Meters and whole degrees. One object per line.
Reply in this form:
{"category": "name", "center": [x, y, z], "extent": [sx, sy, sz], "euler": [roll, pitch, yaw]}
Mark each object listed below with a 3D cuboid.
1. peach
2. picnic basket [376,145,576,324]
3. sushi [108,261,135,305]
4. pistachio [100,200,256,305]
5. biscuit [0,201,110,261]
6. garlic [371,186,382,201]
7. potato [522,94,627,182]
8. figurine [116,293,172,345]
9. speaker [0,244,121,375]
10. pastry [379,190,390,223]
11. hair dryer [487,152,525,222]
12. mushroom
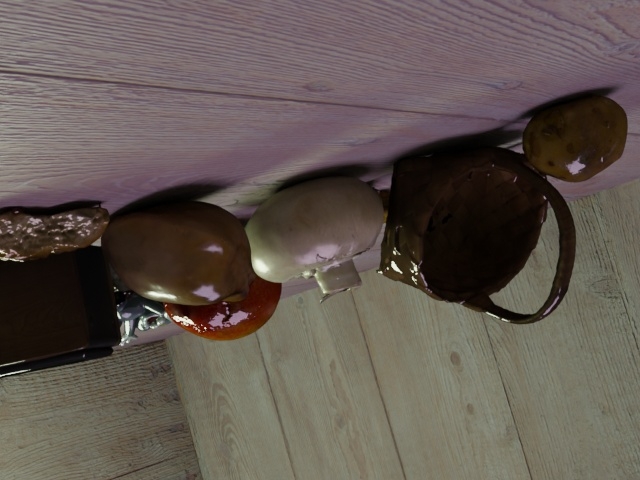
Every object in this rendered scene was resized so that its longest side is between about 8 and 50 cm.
{"category": "peach", "center": [-0.187, 0.083, 1.929], "extent": [0.231, 0.231, 0.231], "euler": [-16, 173, -2]}
{"category": "picnic basket", "center": [0.303, -0.008, 1.748], "extent": [0.337, 0.293, 0.337], "euler": [6, -158, -3]}
{"category": "sushi", "center": [-0.348, 0.063, 1.828], "extent": [0.094, 0.098, 0.084], "euler": [-18, 178, -29]}
{"category": "pistachio", "center": [-0.230, 0.016, 1.551], "extent": [0.261, 0.162, 0.212], "euler": [1, 143, 30]}
{"category": "biscuit", "center": [-0.374, -0.006, 1.370], "extent": [0.118, 0.061, 0.183], "euler": [-20, 173, 43]}
{"category": "garlic", "center": [0.051, -0.046, 1.949], "extent": [0.196, 0.087, 0.101], "euler": [-18, 161, 36]}
{"category": "potato", "center": [0.415, -0.163, 1.650], "extent": [0.176, 0.137, 0.137], "euler": [-19, 173, -2]}
{"category": "figurine", "center": [-0.411, 0.148, 2.250], "extent": [0.265, 0.140, 0.193], "euler": [10, 133, -46]}
{"category": "speaker", "center": [-0.453, 0.108, 1.592], "extent": [0.231, 0.192, 0.153], "euler": [-13, 175, 8]}
{"category": "pastry", "center": [0.104, -0.061, 2.050], "extent": [0.109, 0.057, 0.097], "euler": [-13, 171, -31]}
{"category": "hair dryer", "center": [0.395, -0.134, 1.927], "extent": [0.255, 0.128, 0.070], "euler": [-32, 166, 29]}
{"category": "mushroom", "center": [0.000, 0.000, 1.717], "extent": [0.246, 0.202, 0.246], "euler": [-25, 180, 0]}
